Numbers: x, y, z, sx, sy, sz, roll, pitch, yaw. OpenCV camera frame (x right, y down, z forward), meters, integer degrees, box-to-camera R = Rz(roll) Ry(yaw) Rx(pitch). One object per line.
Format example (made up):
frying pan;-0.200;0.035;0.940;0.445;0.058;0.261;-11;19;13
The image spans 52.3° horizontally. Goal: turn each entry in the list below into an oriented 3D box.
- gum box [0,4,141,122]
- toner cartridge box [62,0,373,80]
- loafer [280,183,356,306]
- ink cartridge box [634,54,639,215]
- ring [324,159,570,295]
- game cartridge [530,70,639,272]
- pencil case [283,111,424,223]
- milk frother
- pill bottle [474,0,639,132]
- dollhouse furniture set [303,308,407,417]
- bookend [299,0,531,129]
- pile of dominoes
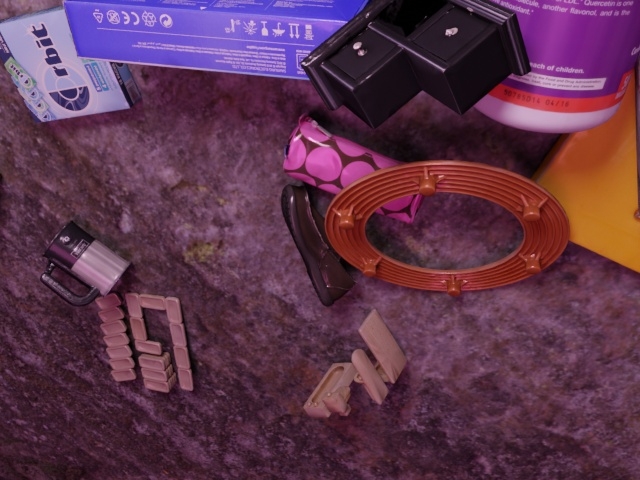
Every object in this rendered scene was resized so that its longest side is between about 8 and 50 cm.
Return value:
gum box;-0.383;-0.264;0.976;0.185;0.041;0.157;-4;125;21
toner cartridge box;-0.110;-0.272;0.794;0.348;0.165;0.075;9;129;13
loafer;0.000;0.000;1.038;0.078;0.080;0.220;-23;120;-5
ink cartridge box;0.397;-0.088;0.702;0.093;0.160;0.219;-5;124;21
ring;0.171;0.001;0.913;0.337;0.032;0.336;7;149;4
game cartridge;0.450;-0.100;0.812;0.285;0.052;0.323;25;128;-1
pencil case;0.052;-0.102;0.920;0.209;0.095;0.098;21;124;0
milk frother;-0.448;0.051;1.223;0.135;0.129;0.143;39;172;-11
pill bottle;0.252;-0.282;0.647;0.182;0.181;0.322;12;130;10
dollhouse furniture set;0.038;0.220;1.158;0.151;0.144;0.123;-11;118;44
bookend;0.088;-0.172;0.640;0.157;0.156;0.072;-39;136;0
pile of dominoes;-0.357;0.203;1.351;0.196;0.040;0.251;7;120;15
